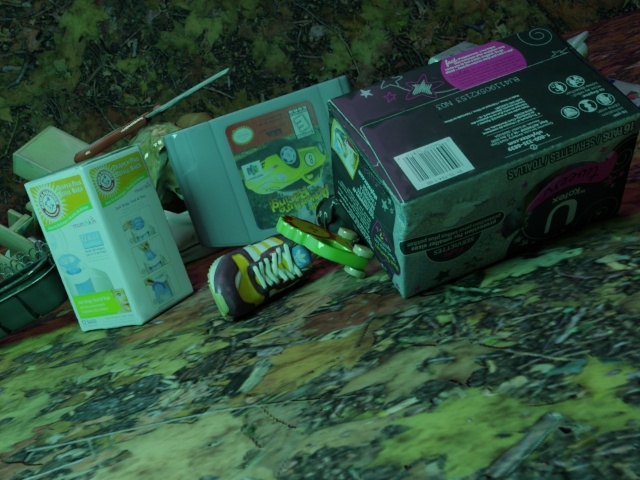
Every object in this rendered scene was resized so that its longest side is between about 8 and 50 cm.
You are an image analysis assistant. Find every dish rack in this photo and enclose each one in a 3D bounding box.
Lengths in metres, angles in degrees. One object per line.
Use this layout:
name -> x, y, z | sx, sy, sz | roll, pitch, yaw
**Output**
dish rack -> -0.402, 0.048, 1.298 | 0.208, 0.074, 0.271 | -26, 20, 19

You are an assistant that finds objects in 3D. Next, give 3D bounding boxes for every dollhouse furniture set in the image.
dollhouse furniture set -> -0.429, -0.049, 1.585 | 0.161, 0.242, 0.212 | 26, 45, 10

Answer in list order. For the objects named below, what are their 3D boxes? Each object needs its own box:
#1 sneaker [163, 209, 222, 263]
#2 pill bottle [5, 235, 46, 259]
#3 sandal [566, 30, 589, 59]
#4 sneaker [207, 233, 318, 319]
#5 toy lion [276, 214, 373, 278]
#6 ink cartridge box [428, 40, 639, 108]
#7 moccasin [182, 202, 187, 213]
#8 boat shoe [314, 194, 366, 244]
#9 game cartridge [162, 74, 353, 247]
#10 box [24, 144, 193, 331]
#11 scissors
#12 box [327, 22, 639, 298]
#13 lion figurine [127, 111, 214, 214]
sneaker -> -0.247, 0.001, 1.380 | 0.258, 0.091, 0.094 | -25, 14, -30
pill bottle -> -0.514, 0.022, 1.718 | 0.078, 0.078, 0.137 | -10, 14, 36
sandal -> 0.470, -0.319, 1.850 | 0.265, 0.076, 0.102 | -49, 12, -27
sneaker -> -0.057, 0.029, 1.027 | 0.084, 0.069, 0.185 | -19, 12, 23
toy lion -> 0.000, 0.000, 1.007 | 0.096, 0.034, 0.100 | 18, 12, -20
ink cartridge box -> 0.347, -0.236, 1.450 | 0.333, 0.065, 0.165 | 19, 28, 23
moccasin -> -0.321, -0.094, 1.862 | 0.138, 0.116, 0.342 | -8, 16, 41
boat shoe -> 0.028, -0.028, 1.147 | 0.076, 0.080, 0.228 | -25, 11, -2
game cartridge -> -0.058, -0.105, 1.328 | 0.294, 0.196, 0.060 | -23, 12, -21
box -> -0.261, -0.003, 1.145 | 0.114, 0.203, 0.103 | -10, 14, 35
scissors -> -0.268, -0.200, 1.450 | 0.297, 0.021, 0.109 | -31, 12, 7
box -> 0.153, -0.077, 0.892 | 0.247, 0.142, 0.163 | -22, 51, -12
lion figurine -> -0.240, -0.138, 1.565 | 0.142, 0.240, 0.392 | 15, 28, -1
